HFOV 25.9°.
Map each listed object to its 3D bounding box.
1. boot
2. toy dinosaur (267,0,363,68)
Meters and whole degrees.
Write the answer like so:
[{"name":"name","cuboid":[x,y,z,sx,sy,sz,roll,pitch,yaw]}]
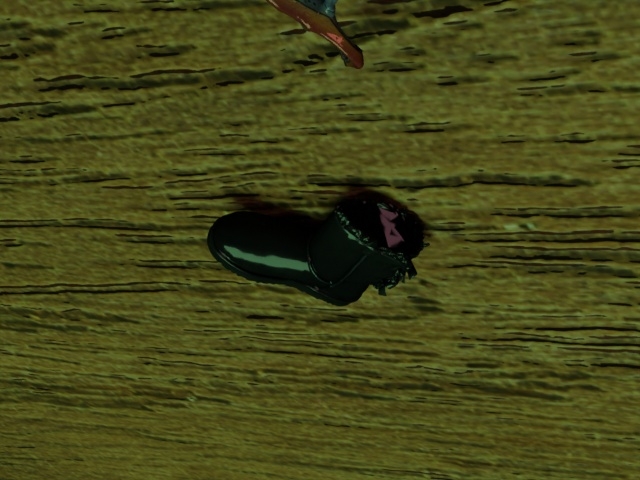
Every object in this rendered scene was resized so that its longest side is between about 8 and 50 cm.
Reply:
[{"name":"boot","cuboid":[0.000,0.000,0.881,0.121,0.045,0.099,23,152,-17]},{"name":"toy dinosaur","cuboid":[-0.012,-0.115,0.690,0.082,0.090,0.047,63,156,-6]}]
